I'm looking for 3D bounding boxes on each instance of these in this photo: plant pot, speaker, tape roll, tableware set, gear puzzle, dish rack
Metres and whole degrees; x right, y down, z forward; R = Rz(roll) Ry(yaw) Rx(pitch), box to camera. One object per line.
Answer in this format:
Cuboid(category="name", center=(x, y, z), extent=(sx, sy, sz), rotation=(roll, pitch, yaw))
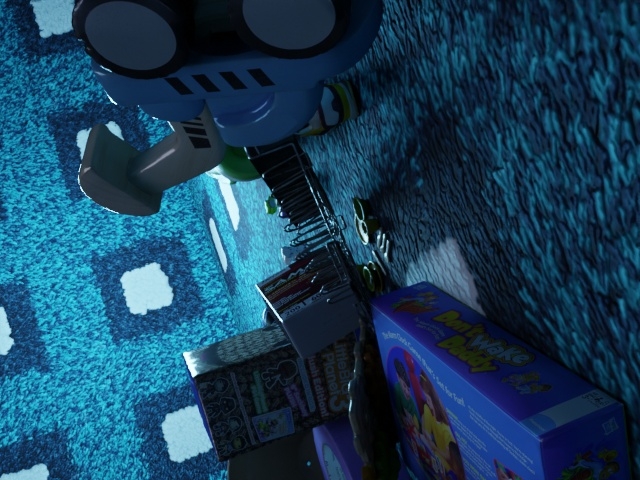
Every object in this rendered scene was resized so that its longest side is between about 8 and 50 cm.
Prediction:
Cuboid(category="plant pot", center=(-0.025, 0.474, 1.509), extent=(0.191, 0.284, 0.284), rotation=(5, -117, -67))
Cuboid(category="speaker", center=(-0.156, -0.168, 1.307), extent=(0.296, 0.131, 0.131), rotation=(-162, 56, -75))
Cuboid(category="tape roll", center=(0.078, 0.418, 1.225), extent=(0.275, 0.090, 0.274), rotation=(163, 90, -75))
Cuboid(category="tableware set", center=(0.063, 0.013, 1.027), extent=(0.154, 0.024, 0.104), rotation=(91, 157, -53))
Cuboid(category="gear puzzle", center=(0.079, 0.231, 0.923), extent=(0.339, 0.044, 0.175), rotation=(-74, -29, -63))
Cuboid(category="dish rack", center=(0.000, 0.000, 0.945), extent=(0.271, 0.074, 0.208), rotation=(67, -174, 29))

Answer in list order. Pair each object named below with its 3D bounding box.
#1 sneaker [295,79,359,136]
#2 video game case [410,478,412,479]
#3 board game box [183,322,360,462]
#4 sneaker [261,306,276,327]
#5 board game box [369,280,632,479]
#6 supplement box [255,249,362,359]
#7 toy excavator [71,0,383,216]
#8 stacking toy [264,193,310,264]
Cuboid(category="sneaker", center=(-0.016, -0.173, 0.974), extent=(0.185, 0.084, 0.069), rotation=(175, 77, -75))
Cuboid(category="video game case", center=(0.164, 0.490, 1.218), extent=(0.183, 0.023, 0.201), rotation=(-140, 35, -64))
Cuboid(category="board game box", center=(-0.068, 0.231, 1.234), extent=(0.232, 0.291, 0.141), rotation=(-178, 72, -74))
Cuboid(category="sneaker", center=(-0.067, 0.238, 1.689), extent=(0.232, 0.082, 0.090), rotation=(59, 159, 22))
Cuboid(category="board game box", center=(0.170, 0.204, 0.738), extent=(0.347, 0.078, 0.233), rotation=(-144, 38, -67))
Cuboid(category="supplement box", center=(-0.015, 0.094, 1.159), extent=(0.073, 0.130, 0.239), rotation=(63, 171, -15))
Cuboid(category="toy excavator", center=(-0.136, -0.181, 0.830), extent=(0.445, 0.433, 0.222), rotation=(71, -162, -56))
Cuboid(category="stacking toy", center=(-0.059, -0.082, 1.318), extent=(0.221, 0.052, 0.166), rotation=(-114, 23, -50))
